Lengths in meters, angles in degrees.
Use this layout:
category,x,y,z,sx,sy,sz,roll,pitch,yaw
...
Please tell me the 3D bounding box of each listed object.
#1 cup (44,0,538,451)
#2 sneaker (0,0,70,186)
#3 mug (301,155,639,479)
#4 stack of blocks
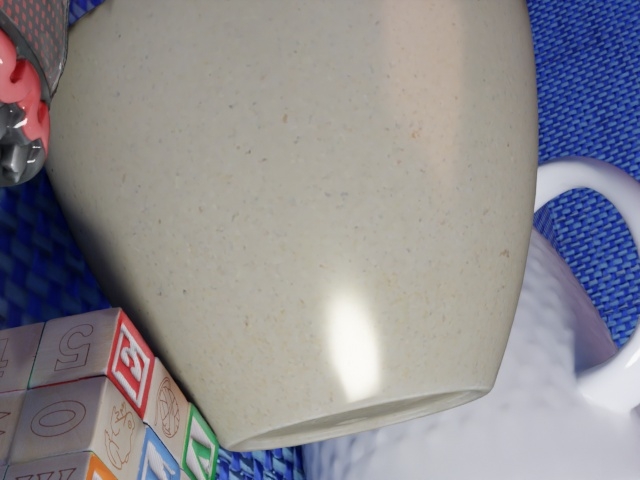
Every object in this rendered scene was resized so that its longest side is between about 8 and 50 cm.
category,x,y,z,sx,sy,sz,roll,pitch,yaw
cup,0.000,0.000,0.638,0.331,0.331,0.236,18,56,-62
sneaker,-0.182,-0.148,0.445,0.276,0.098,0.135,80,18,-56
mug,0.139,0.092,0.820,0.276,0.374,0.328,15,45,-31
stack of blocks,-0.115,0.201,0.457,0.297,0.087,0.171,-88,161,-44
